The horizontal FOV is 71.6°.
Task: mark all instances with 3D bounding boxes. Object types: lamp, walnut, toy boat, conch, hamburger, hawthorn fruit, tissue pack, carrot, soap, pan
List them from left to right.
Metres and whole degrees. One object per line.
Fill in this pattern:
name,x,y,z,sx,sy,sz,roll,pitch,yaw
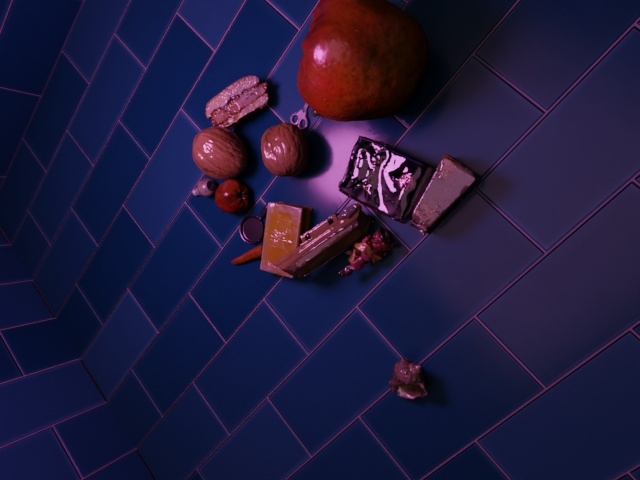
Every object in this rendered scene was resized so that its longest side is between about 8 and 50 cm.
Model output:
lamp,-0.576,-0.249,2.167,0.163,0.091,0.090,-13,88,45
walnut,-0.446,-0.386,1.986,0.261,0.225,0.225,35,116,-23
hawthorn fruit,-0.426,-0.196,2.055,0.204,0.163,0.162,-5,91,39
hamburger,-0.370,-0.609,1.981,0.282,0.245,0.155,-34,104,-12
carrot,-0.339,0.077,2.076,0.224,0.057,0.057,-23,83,31
pan,-0.289,-0.085,2.047,0.136,0.028,0.235,49,117,16
soap,-0.155,-0.006,1.948,0.199,0.091,0.314,13,100,26
walnut,-0.147,-0.378,1.852,0.228,0.228,0.227,2,95,28
toy boat,0.000,0.000,1.791,0.445,0.136,0.162,-35,47,13
hawthorn fruit,0.144,-0.620,1.558,0.472,0.472,0.471,2,95,28
lamp,0.176,0.052,1.766,0.253,0.118,0.118,-41,75,28
tissue pack,0.235,-0.232,1.683,0.332,0.123,0.245,33,106,32
conch,0.334,0.543,1.703,0.155,0.130,0.207,54,130,29

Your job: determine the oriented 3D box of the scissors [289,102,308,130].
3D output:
scissors,-0.064,-0.567,1.899,0.100,0.015,0.189,34,108,24

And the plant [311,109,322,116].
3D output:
plant,0.039,-0.548,1.810,0.174,0.085,0.087,-5,119,33

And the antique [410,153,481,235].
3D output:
antique,0.432,-0.153,1.600,0.150,0.125,0.284,40,111,21
